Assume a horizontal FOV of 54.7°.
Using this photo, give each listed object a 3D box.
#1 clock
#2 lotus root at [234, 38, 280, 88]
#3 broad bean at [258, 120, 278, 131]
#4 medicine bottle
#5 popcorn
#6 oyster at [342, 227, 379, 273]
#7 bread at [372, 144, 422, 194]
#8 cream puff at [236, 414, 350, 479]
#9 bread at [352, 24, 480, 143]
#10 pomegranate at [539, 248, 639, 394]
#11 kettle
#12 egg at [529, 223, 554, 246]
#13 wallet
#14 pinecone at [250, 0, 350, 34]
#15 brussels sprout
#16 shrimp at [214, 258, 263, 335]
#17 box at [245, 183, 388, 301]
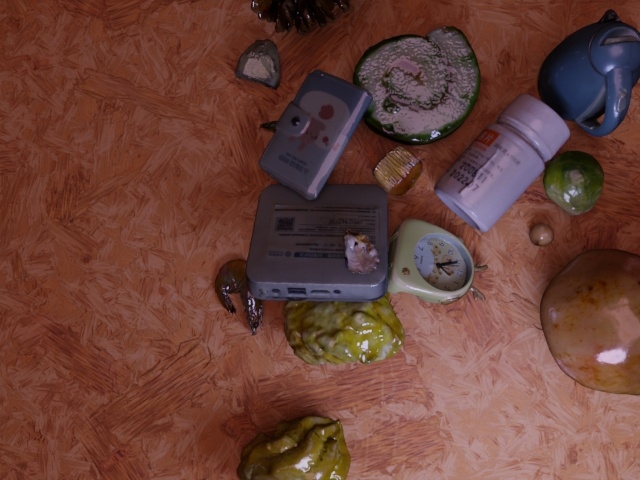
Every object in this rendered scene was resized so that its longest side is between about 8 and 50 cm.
[{"bbox_3d":[0.348,0.083,1.828,0.308,0.096,0.234,20,59,-8],"label":"clock"},{"bbox_3d":[-0.191,-0.561,1.937,0.143,0.070,0.144,11,90,5],"label":"lotus root"},{"bbox_3d":[-0.083,-0.322,1.943,0.227,0.039,0.069,27,86,6],"label":"broad bean"},{"bbox_3d":[0.524,-0.223,1.798,0.211,0.211,0.371,41,93,4],"label":"medicine bottle"},{"bbox_3d":[0.057,0.219,1.812,0.335,0.293,0.292,-8,90,-10],"label":"popcorn"},{"bbox_3d":[0.098,0.030,1.656,0.146,0.122,0.045,43,134,10],"label":"oyster"},{"bbox_3d":[0.235,-0.202,1.835,0.114,0.190,0.132,44,99,7],"label":"bread"},{"bbox_3d":[-0.070,0.635,1.833,0.291,0.324,0.257,32,56,-10],"label":"cream puff"},{"bbox_3d":[0.293,-0.477,1.861,0.366,0.129,0.381,31,92,5],"label":"bread"},{"bbox_3d":[0.793,0.221,1.701,0.412,0.411,0.411,0,90,5],"label":"pomegranate"},{"bbox_3d":[0.773,-0.446,1.710,0.247,0.342,0.319,-6,90,5],"label":"kettle"},{"bbox_3d":[0.661,-0.016,1.847,0.071,0.083,0.071,0,90,9],"label":"egg"},{"bbox_3d":[-0.025,-0.320,1.849,0.252,0.083,0.360,32,94,28],"label":"wallet"},{"bbox_3d":[-0.022,-0.781,1.776,0.385,0.384,0.384,0,90,5],"label":"pinecone"},{"bbox_3d":[0.746,-0.171,1.812,0.161,0.144,0.180,-42,109,-15],"label":"brussels sprout"},{"bbox_3d":[-0.249,0.180,1.946,0.150,0.068,0.248,-23,82,17],"label":"shrimp"},{"bbox_3d":[-0.001,0.001,1.797,0.396,0.111,0.396,1,49,6],"label":"box"}]
